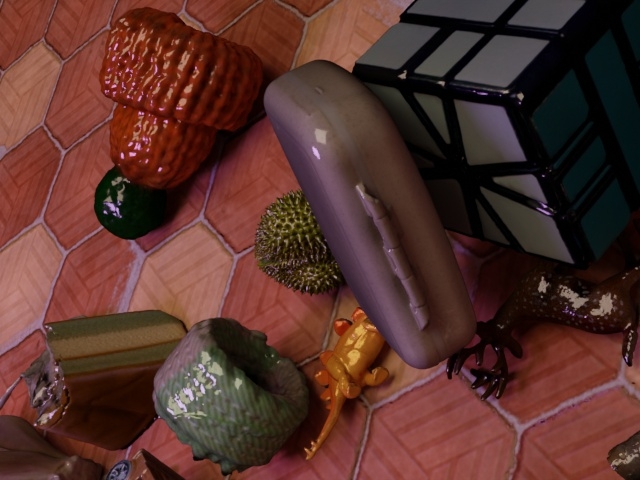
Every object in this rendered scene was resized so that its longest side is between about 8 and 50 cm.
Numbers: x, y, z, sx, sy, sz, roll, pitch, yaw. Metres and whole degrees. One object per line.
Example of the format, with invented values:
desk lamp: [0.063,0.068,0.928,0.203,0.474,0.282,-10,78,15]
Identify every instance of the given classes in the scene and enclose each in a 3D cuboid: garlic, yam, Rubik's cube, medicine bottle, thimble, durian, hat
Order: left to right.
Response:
garlic: [-0.558,0.390,2.075,0.340,0.231,0.246,38,99,42]
hat: [-0.290,-0.193,2.115,0.285,0.285,0.400,26,91,48]
thimble: [-0.129,0.219,1.762,0.150,0.219,0.219,-51,43,15]
durian: [-0.010,-0.010,1.805,0.198,0.159,0.146,-45,11,42]
medicine bottle: [0.063,-0.033,1.509,0.123,0.375,0.282,-30,28,-7]
Rubik's cube: [0.259,-0.175,1.496,0.293,0.288,0.283,18,57,45]
yam: [0.431,0.189,1.348,0.253,0.061,0.061,-39,46,20]

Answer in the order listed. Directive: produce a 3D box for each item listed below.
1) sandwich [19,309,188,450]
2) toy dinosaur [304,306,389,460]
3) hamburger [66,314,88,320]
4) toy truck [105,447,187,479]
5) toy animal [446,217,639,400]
sandwich: [-0.353,0.202,1.998,0.227,0.198,0.155,-49,43,13]
toy dinosaur: [0.041,0.174,1.732,0.288,0.070,0.117,-59,31,-5]
hamburger: [-0.433,0.198,2.182,0.140,0.062,0.133,-23,49,36]
toy truck: [-0.319,0.489,1.797,0.338,0.133,0.184,-47,31,-2]
toy animal: [0.284,0.083,1.531,0.243,0.087,0.260,7,70,48]
